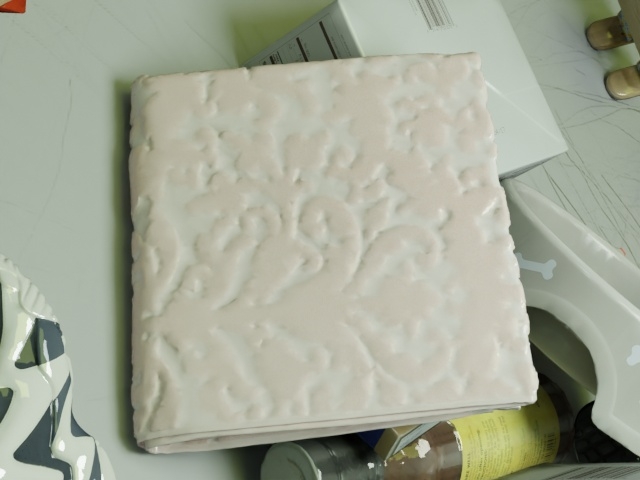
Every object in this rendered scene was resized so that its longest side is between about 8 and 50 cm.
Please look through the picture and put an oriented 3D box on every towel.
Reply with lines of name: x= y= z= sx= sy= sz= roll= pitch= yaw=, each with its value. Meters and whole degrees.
towel: x=0.000 y=0.000 z=1.059 sx=0.316 sy=0.053 sz=0.332 roll=-5 pitch=65 yaw=0

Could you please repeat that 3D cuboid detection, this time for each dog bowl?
dog bowl: x=0.267 y=0.072 z=1.254 sx=0.348 sy=0.102 sz=0.349 roll=37 pitch=13 yaw=-10

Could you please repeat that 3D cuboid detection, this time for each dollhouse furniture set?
dollhouse furniture set: x=0.380 y=-0.315 z=1.645 sx=0.161 sy=0.212 sz=0.242 roll=-16 pitch=78 yaw=-11

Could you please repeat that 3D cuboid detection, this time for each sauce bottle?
sauce bottle: x=0.094 y=0.185 z=1.144 sx=0.344 sy=0.111 sz=0.111 roll=-3 pitch=71 yaw=-48

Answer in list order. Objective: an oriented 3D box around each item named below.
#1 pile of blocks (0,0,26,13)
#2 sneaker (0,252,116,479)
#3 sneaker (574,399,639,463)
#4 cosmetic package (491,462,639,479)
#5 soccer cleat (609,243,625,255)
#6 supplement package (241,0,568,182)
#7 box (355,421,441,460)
pile of blocks: x=-0.327 y=-0.124 z=0.915 sx=0.362 sy=0.149 sz=0.113 roll=-57 pitch=155 yaw=-35
sneaker: x=-0.243 y=0.117 z=0.855 sx=0.153 sy=0.094 sz=0.235 roll=-28 pitch=100 yaw=-57
sneaker: x=0.368 y=0.222 z=1.428 sx=0.283 sy=0.107 sz=0.124 roll=32 pitch=34 yaw=-34
cosmetic package: x=0.258 y=0.385 z=1.068 sx=0.156 sy=0.217 sz=0.385 roll=-4 pitch=84 yaw=-46
soccer cleat: x=0.355 y=0.095 z=1.494 sx=0.076 sy=0.068 sz=0.196 roll=-14 pitch=73 yaw=-43
supplement package: x=0.089 y=-0.132 z=1.283 sx=0.262 sy=0.145 sz=0.204 roll=-19 pitch=83 yaw=-49
box: x=0.018 y=0.079 z=1.106 sx=0.225 sy=0.036 sz=0.136 roll=39 pitch=37 yaw=21
